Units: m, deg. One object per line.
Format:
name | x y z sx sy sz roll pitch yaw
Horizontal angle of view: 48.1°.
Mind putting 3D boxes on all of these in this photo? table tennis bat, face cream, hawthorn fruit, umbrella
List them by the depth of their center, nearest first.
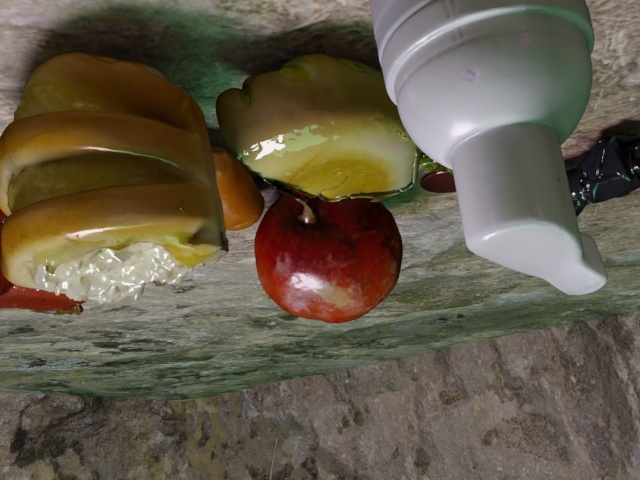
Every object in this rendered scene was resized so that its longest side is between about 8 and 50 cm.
face cream | 0.111 -0.144 0.495 0.145 0.369 0.145 -6 160 -2
hawthorn fruit | 0.000 0.000 1.130 0.242 0.242 0.271 -12 149 17
umbrella | 0.433 -0.099 1.141 0.122 0.110 0.272 39 143 -14
table tennis bat | 0.244 -0.104 1.199 0.155 0.019 0.098 -8 161 15

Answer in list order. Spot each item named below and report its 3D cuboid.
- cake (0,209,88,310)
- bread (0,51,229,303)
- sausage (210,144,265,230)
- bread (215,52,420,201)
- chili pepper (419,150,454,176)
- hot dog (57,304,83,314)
cake | -0.438 0.014 1.088 0.151 0.177 0.283 11 156 -40
bread | -0.255 -0.062 0.788 0.211 0.270 0.316 -10 175 -38
sausage | -0.144 -0.075 1.054 0.098 0.098 0.238 -8 162 7
bread | 0.021 -0.143 0.835 0.156 0.158 0.261 -31 150 30
chili pepper | 0.170 -0.130 1.018 0.072 0.073 0.204 -37 160 26
hot dog | -0.585 0.155 1.672 0.058 0.035 0.083 0 160 -7
